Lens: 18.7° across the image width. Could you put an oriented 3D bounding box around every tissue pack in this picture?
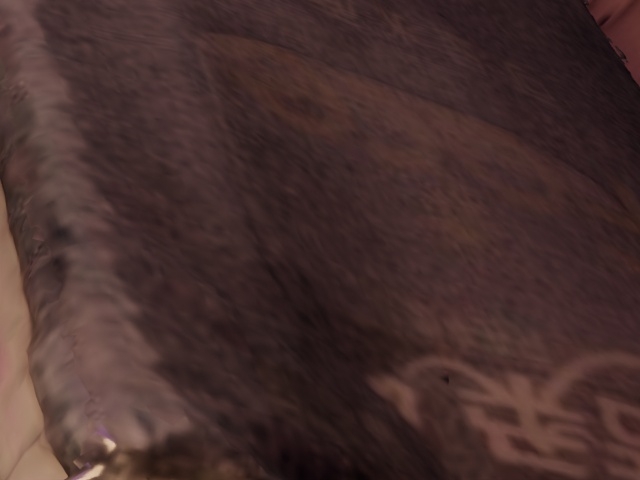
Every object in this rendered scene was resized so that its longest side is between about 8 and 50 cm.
[{"bbox_3d":[0.000,0.000,0.601,0.124,0.288,0.394,-57,31,27],"label":"tissue pack"}]
